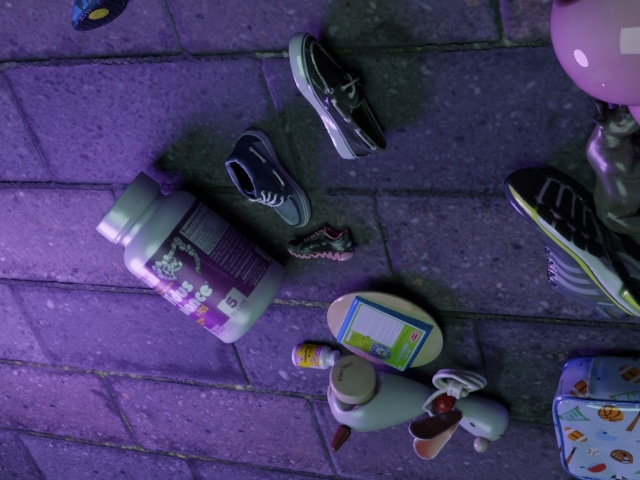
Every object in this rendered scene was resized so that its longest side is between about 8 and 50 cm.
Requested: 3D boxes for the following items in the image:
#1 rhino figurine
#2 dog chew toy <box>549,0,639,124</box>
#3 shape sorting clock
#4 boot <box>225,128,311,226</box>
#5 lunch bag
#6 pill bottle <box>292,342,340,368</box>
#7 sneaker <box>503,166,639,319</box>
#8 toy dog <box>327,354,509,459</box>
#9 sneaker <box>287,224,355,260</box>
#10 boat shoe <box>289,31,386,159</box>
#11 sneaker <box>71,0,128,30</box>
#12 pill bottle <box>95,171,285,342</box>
[{"bbox_3d":[0.410,-0.106,1.402,0.106,0.073,0.243,-1,127,24],"label":"rhino figurine"},{"bbox_3d":[0.426,-0.209,1.220,0.332,0.206,0.207,36,136,-18],"label":"dog chew toy"},{"bbox_3d":[0.111,0.152,1.811,0.206,0.040,0.206,16,141,14],"label":"shape sorting clock"},{"bbox_3d":[-0.086,-0.079,1.671,0.069,0.086,0.190,-14,121,36],"label":"boot"},{"bbox_3d":[0.521,0.298,1.685,0.303,0.115,0.243,1,132,25],"label":"lunch bag"},{"bbox_3d":[-0.007,0.212,1.925,0.083,0.043,0.043,2,130,25],"label":"pill bottle"},{"bbox_3d":[0.361,0.019,1.519,0.300,0.111,0.121,45,138,-12],"label":"sneaker"},{"bbox_3d":[0.145,0.317,1.839,0.334,0.161,0.220,5,156,28],"label":"toy dog"},{"bbox_3d":[0.000,0.000,1.736,0.119,0.047,0.057,2,113,22],"label":"sneaker"},{"bbox_3d":[0.030,-0.211,1.505,0.070,0.077,0.219,-6,134,32],"label":"boat shoe"},{"bbox_3d":[-0.320,-0.385,1.541,0.209,0.069,0.082,-38,73,53],"label":"sneaker"},{"bbox_3d":[-0.222,0.024,1.775,0.301,0.169,0.169,38,136,-9],"label":"pill bottle"}]
